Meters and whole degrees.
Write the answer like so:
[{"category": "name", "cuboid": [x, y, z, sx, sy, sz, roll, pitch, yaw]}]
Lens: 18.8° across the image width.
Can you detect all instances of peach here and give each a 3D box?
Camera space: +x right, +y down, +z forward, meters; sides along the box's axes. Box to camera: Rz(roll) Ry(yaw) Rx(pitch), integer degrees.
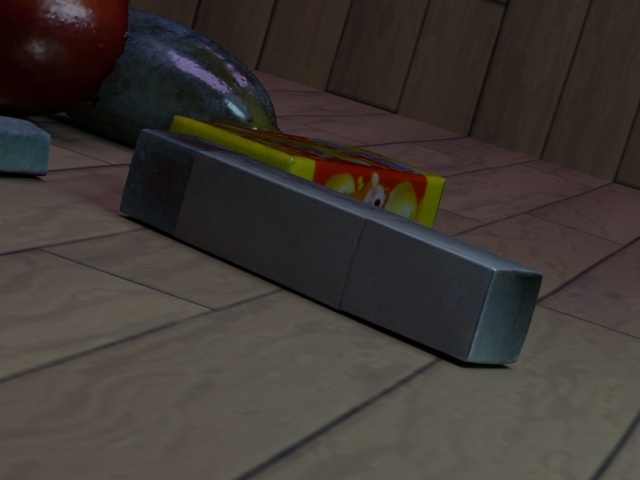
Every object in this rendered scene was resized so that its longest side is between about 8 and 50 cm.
[{"category": "peach", "cuboid": [-0.301, -0.218, 1.988, 0.226, 0.196, 0.190, 3, 33, 5]}]

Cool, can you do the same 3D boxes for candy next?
[{"category": "candy", "cuboid": [-0.015, -0.045, 1.762, 0.146, 0.088, 0.276, 20, 8, 33]}]

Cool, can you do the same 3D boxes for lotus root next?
[{"category": "lotus root", "cuboid": [-0.148, -0.157, 2.066, 0.322, 0.140, 0.158, 23, 10, 26]}]

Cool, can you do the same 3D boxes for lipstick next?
[{"category": "lipstick", "cuboid": [0.000, 0.000, 1.519, 0.371, 0.080, 0.076, 22, 9, 37]}]

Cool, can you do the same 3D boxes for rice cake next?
[{"category": "rice cake", "cuboid": [-0.327, -0.087, 1.563, 0.081, 0.051, 0.290, 31, 13, 27]}]
